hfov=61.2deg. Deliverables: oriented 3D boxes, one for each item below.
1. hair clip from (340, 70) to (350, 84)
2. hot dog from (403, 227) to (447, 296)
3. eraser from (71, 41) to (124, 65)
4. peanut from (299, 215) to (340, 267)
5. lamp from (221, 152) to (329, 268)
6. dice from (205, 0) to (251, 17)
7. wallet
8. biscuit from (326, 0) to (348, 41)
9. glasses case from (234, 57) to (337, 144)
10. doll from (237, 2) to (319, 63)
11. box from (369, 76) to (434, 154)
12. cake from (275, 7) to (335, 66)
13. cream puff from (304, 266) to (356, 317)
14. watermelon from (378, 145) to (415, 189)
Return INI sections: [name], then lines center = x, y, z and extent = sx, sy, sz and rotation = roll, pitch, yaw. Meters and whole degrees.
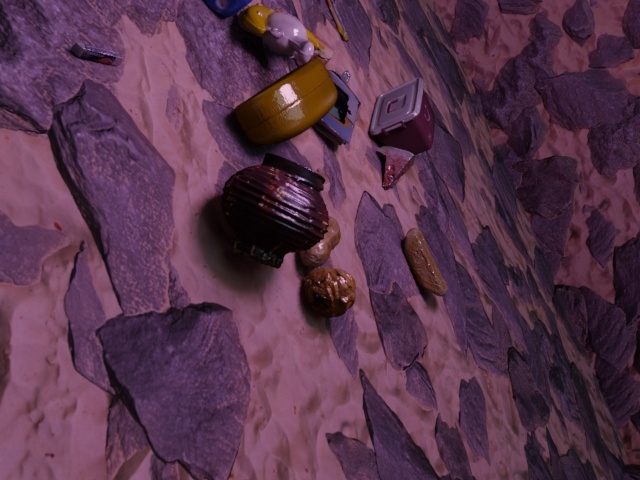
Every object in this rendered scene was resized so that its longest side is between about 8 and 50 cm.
[hair clip]
center = 0.057, -0.466, 1.756
extent = 0.066, 0.036, 0.229
rotation = 35, 55, -29
[hot dog]
center = 0.336, 0.078, 1.776
extent = 0.084, 0.073, 0.242
rotation = -20, 84, -60
[eraser]
center = -0.428, -0.358, 1.042
extent = 0.099, 0.027, 0.019
rotation = -8, 69, -56
[peanut]
center = -0.001, -0.002, 1.362
extent = 0.089, 0.089, 0.193
rotation = 56, 31, -14
[lamp]
center = -0.097, -0.059, 1.148
extent = 0.247, 0.247, 0.247
rotation = 31, 47, -40
[dice]
center = -0.233, -0.682, 1.405
extent = 0.146, 0.146, 0.143
rotation = 49, 35, -30
[wallet]
center = 0.050, -0.408, 1.657
extent = 0.170, 0.069, 0.231
rotation = 37, 51, -24
[biscuit]
center = 0.041, -0.874, 1.997
extent = 0.048, 0.026, 0.292
rotation = -22, 88, -60
[glasses case]
center = -0.065, -0.360, 1.407
extent = 0.141, 0.173, 0.371
rotation = 59, 34, -18
[doll]
center = -0.109, -0.565, 1.477
extent = 0.252, 0.111, 0.237
rotation = 31, 22, 2
[box]
center = 0.306, -0.431, 1.955
extent = 0.167, 0.193, 0.294
rotation = 54, 34, -32
[cake]
center = -0.072, -0.609, 1.671
extent = 0.225, 0.090, 0.109
rotation = 37, 42, -8
[cream puff]
center = 0.017, 0.121, 1.286
extent = 0.133, 0.119, 0.104
rotation = 40, 53, 9
[watermelon]
center = 0.273, -0.246, 1.863
extent = 0.098, 0.121, 0.158
rotation = 48, 36, -61
